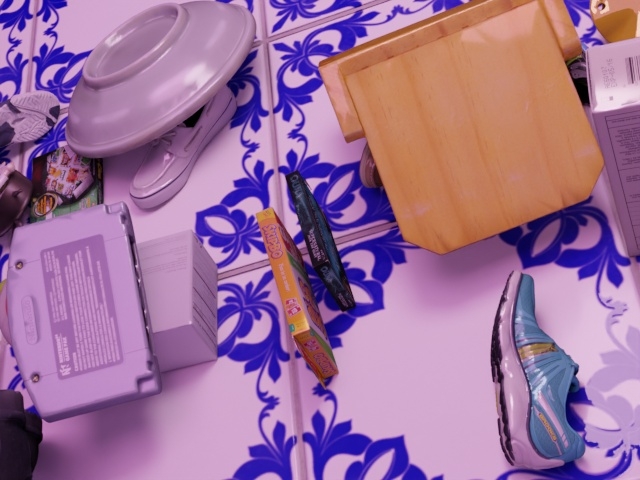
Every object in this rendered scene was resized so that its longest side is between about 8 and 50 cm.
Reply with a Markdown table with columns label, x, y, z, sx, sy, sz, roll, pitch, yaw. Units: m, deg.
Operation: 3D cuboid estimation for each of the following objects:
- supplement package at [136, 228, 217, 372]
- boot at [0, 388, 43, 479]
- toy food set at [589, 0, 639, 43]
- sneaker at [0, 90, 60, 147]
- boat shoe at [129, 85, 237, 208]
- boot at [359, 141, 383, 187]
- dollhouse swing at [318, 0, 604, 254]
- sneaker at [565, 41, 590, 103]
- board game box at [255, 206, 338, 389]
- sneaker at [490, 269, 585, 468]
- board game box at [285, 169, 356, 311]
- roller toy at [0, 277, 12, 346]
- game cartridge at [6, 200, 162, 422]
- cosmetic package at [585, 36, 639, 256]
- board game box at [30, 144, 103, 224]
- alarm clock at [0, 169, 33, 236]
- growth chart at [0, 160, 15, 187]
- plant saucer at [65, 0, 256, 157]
| label | x | y | z | sx | sy | sz | roll | pitch | yaw |
| --- | --- | --- | --- | --- | --- | --- | --- | --- | --- |
| supplement package | -0.222 | 0.092 | 1.757 | 0.105 | 0.105 | 0.179 | -14 | 51 | 13 |
| boot | -0.435 | 0.451 | 1.535 | 0.146 | 0.367 | 0.445 | -6 | 74 | -9 |
| toy food set | 0.528 | -0.372 | 1.791 | 0.217 | 0.071 | 0.128 | -18 | 74 | 14 |
| sneaker | -0.617 | -0.220 | 2.178 | 0.235 | 0.094 | 0.153 | -41 | 38 | -21 |
| boat shoe | -0.244 | -0.177 | 1.978 | 0.096 | 0.088 | 0.267 | 27 | 70 | 37 |
| boot | 0.173 | -0.147 | 1.775 | 0.165 | 0.077 | 0.213 | 27 | 69 | 34 |
| dollhouse swing | 0.212 | -0.181 | 1.701 | 0.346 | 0.305 | 0.315 | -22 | 10 | 4 |
| sneaker | 0.381 | -0.257 | 1.764 | 0.078 | 0.067 | 0.188 | -36 | 52 | -12 |
| board game box | -0.032 | 0.082 | 1.664 | 0.039 | 0.124 | 0.259 | -22 | 50 | 8 |
| sneaker | 0.278 | 0.166 | 1.496 | 0.110 | 0.107 | 0.275 | -2 | 58 | 0 |
| board game box | 0.000 | 0.000 | 1.710 | 0.026 | 0.126 | 0.186 | -24 | 50 | 7 |
| roller toy | -0.383 | 0.115 | 1.788 | 0.191 | 0.146 | 0.209 | -34 | 59 | -4 |
| game cartridge | -0.348 | 0.103 | 1.668 | 0.198 | 0.062 | 0.297 | -16 | 69 | 8 |
| cosmetic package | 0.443 | -0.117 | 1.472 | 0.160 | 0.309 | 0.113 | -9 | 53 | 18 |
| board game box | -0.445 | -0.066 | 2.030 | 0.136 | 0.030 | 0.260 | -17 | 50 | 10 |
| alarm clock | -0.565 | -0.069 | 2.052 | 0.129 | 0.064 | 0.192 | -51 | 29 | 2 |
| growth chart | -0.619 | -0.072 | 2.054 | 0.237 | 0.021 | 0.172 | 0 | 55 | 57 |
| plant saucer | -0.304 | -0.314 | 2.034 | 0.400 | 0.100 | 0.400 | -24 | 33 | 17 |
